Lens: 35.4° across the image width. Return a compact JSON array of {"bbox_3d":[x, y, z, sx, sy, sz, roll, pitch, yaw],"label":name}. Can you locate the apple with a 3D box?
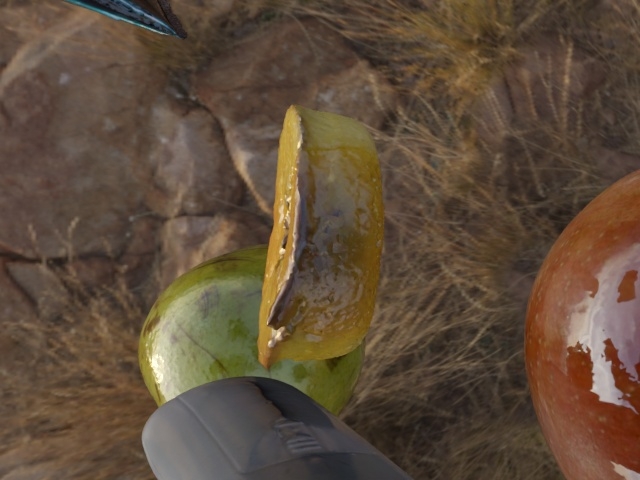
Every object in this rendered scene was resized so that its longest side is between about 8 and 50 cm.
[{"bbox_3d":[0.186,0.055,0.488,0.162,0.201,0.201,6,93,54],"label":"apple"}]

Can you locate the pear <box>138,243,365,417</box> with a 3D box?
[{"bbox_3d":[-0.080,0.138,1.211,0.283,0.283,0.283,0,90,23],"label":"pear"}]

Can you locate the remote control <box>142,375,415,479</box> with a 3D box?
[{"bbox_3d":[-0.006,0.117,0.484,0.109,0.313,0.055,-4,97,-20],"label":"remote control"}]

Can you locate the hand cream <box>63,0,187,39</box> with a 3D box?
[{"bbox_3d":[-0.213,-0.199,0.633,0.061,0.270,0.120,-53,44,22],"label":"hand cream"}]

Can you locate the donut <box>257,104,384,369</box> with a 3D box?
[{"bbox_3d":[0.001,0.000,0.721,0.075,0.174,0.190,6,84,-5],"label":"donut"}]
